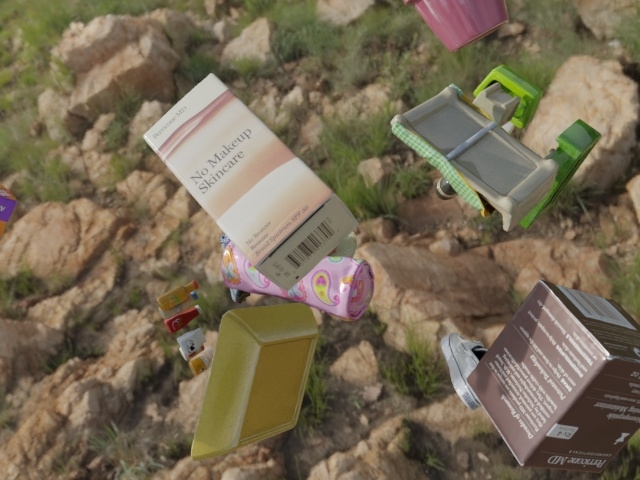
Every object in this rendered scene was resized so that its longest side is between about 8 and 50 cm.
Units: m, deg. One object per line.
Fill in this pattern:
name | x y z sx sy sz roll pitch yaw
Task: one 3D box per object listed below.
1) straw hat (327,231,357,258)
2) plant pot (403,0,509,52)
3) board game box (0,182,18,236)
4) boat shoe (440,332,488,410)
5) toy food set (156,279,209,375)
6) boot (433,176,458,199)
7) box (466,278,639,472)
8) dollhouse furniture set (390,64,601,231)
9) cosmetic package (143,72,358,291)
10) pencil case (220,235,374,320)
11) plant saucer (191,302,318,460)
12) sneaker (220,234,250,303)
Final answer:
straw hat | 0.000 0.000 1.371 0.145 0.061 0.144 -7 48 8
plant pot | 0.275 -0.482 1.378 0.201 0.180 0.201 -28 6 3
board game box | -0.902 -0.038 1.400 0.356 0.356 0.356 30 94 44
boat shoe | 0.314 0.251 1.446 0.088 0.096 0.267 -37 6 13
toy food set | -0.324 0.214 1.760 0.104 0.232 0.111 -30 17 -20
boot | 0.378 -0.171 1.653 0.198 0.137 0.077 -36 86 -27
box | 0.354 0.194 0.987 0.203 0.168 0.167 -62 32 24
dollhouse furniture set | 0.223 -0.102 0.972 0.197 0.151 0.301 41 45 16
cosmetic package | -0.104 -0.087 1.016 0.153 0.129 0.296 -45 62 -1
pencil case | -0.045 0.060 1.278 0.284 0.124 0.124 14 56 25
plant saucer | -0.120 0.313 1.546 0.081 0.333 0.332 18 98 30
sneaker | -0.187 0.035 1.596 0.086 0.237 0.085 19 31 27
